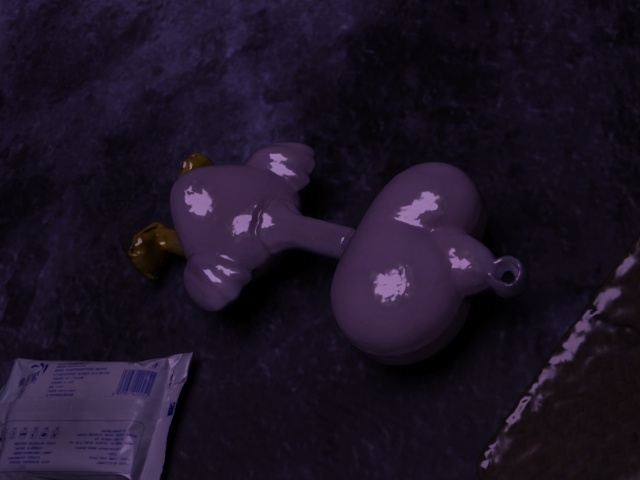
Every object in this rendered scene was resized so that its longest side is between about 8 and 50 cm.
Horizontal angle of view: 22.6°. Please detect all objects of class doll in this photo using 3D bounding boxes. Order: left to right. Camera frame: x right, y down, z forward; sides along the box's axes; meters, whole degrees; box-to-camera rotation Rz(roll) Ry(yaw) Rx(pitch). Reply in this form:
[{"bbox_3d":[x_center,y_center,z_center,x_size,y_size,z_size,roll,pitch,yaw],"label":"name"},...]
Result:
[{"bbox_3d":[0.000,-0.001,1.226,0.365,0.094,0.160,13,63,37],"label":"doll"}]

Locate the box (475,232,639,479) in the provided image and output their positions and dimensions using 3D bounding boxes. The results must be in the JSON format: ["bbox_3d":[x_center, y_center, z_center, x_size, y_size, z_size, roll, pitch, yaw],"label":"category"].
[{"bbox_3d":[0.251,0.104,0.964,0.184,0.143,0.273,27,75,40],"label":"box"}]

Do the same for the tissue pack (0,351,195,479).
[{"bbox_3d":[-0.197,0.145,1.283,0.193,0.026,0.123,-4,55,29],"label":"tissue pack"}]
